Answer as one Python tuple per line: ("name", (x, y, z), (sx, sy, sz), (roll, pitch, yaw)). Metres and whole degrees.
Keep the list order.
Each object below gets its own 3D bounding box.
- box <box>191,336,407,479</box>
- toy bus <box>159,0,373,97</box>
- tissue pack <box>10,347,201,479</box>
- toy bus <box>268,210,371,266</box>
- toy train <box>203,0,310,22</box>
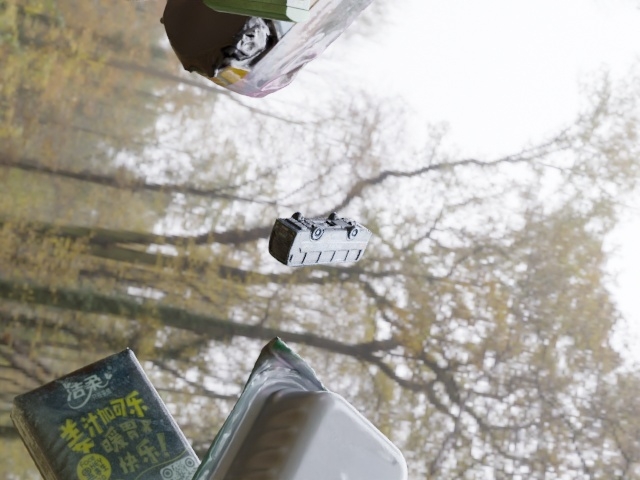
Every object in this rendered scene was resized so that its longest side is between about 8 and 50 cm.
("box", (-0.012, 0.307, 1.099), (0.106, 0.264, 0.336), (-27, -154, 44))
("toy bus", (-0.019, -0.347, 1.243), (0.386, 0.162, 0.171), (-44, -126, 11))
("tissue pack", (-0.281, 0.292, 1.313), (0.257, 0.185, 0.081), (54, -39, 19))
("toy bus", (0.000, 0.000, 1.275), (0.047, 0.166, 0.065), (34, -68, 34))
("toy train", (-0.044, -0.192, 0.705), (0.093, 0.038, 0.056), (15, -79, 29))
